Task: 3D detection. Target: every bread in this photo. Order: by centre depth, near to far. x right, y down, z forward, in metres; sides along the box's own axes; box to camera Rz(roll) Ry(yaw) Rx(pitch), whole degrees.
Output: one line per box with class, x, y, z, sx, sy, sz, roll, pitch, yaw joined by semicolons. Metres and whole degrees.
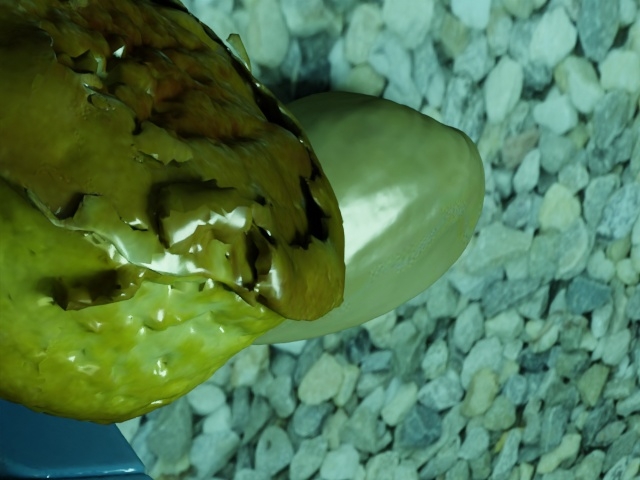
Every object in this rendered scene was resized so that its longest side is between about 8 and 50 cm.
bread;-0.153;-0.049;0.864;0.336;0.358;0.204;18;118;-45

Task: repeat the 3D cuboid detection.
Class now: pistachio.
pistachio;0.000;-0.020;1.123;0.293;0.162;0.182;-26;96;-21

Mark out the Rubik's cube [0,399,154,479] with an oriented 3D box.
Rubik's cube;-0.327;0.267;0.978;0.346;0.344;0.347;3;117;-38
